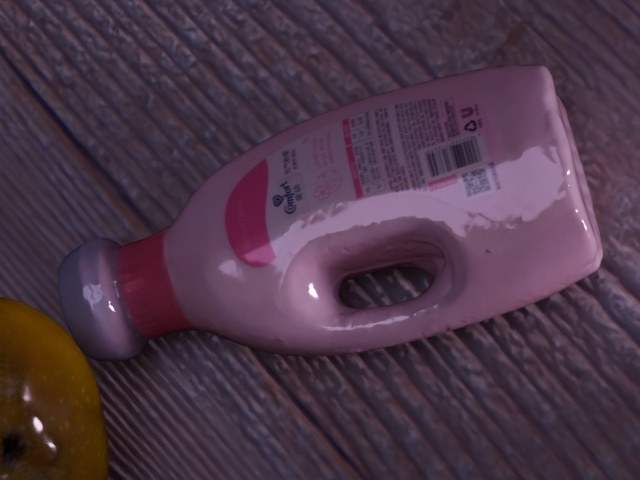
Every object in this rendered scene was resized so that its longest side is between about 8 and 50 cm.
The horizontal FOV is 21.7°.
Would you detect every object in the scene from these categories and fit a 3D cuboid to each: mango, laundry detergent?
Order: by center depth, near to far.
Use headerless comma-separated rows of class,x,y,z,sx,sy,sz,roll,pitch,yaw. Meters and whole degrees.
mango,-0.252,0.187,1.035,0.329,0.176,0.176,-56,41,16
laundry detergent,0.000,0.000,1.049,0.335,0.088,0.159,-17,69,12
